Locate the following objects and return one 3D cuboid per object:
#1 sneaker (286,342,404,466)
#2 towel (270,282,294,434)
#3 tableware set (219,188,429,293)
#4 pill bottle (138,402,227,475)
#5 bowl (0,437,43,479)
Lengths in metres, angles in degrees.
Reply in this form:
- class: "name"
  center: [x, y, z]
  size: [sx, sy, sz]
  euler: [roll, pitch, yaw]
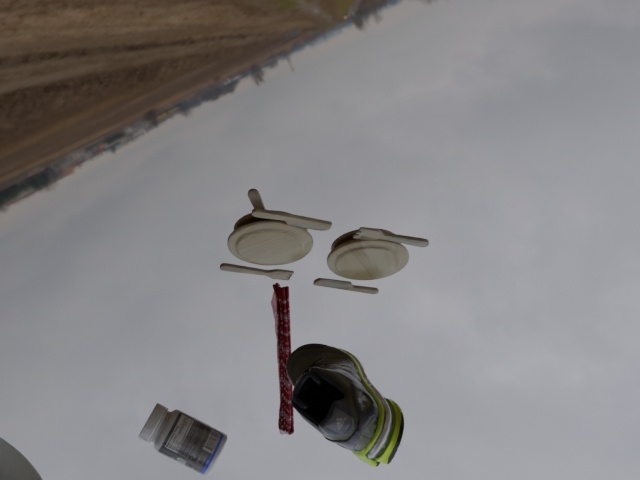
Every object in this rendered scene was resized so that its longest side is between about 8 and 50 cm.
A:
- class: "sneaker"
  center: [0.009, 0.216, 1.039]
  size: [0.111, 0.121, 0.300]
  euler: [-60, -154, -3]
- class: "towel"
  center: [-0.075, 0.231, 1.343]
  size: [0.031, 0.275, 0.199]
  euler: [-2, 165, -6]
- class: "tableware set"
  center: [0.000, 0.000, 0.726]
  size: [0.128, 0.194, 0.039]
  euler: [129, -34, -52]
- class: "pill bottle"
  center: [-0.236, 0.338, 1.201]
  size: [0.078, 0.137, 0.078]
  euler: [-61, -176, 8]
- class: "bowl"
  center: [-0.451, 0.339, 0.747]
  size: [0.134, 0.298, 0.298]
  euler: [-58, -178, 24]
